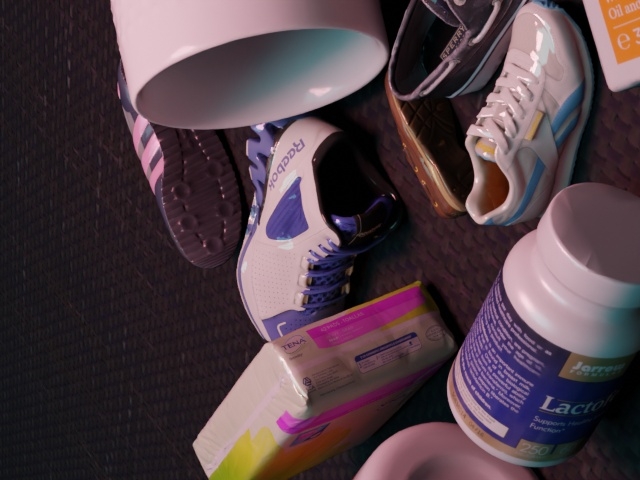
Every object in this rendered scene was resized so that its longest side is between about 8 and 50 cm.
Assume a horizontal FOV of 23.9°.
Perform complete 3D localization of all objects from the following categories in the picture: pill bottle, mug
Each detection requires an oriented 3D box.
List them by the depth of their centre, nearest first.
[{"bbox_3d":[0.226,0.080,1.414,0.153,0.153,0.264,53,144,29],"label":"pill bottle"},{"bbox_3d":[-0.054,-0.333,1.582,0.374,0.276,0.328,-20,75,29],"label":"mug"},{"bbox_3d":[0.087,0.395,1.713,0.229,0.229,0.407,58,146,23],"label":"pill bottle"}]

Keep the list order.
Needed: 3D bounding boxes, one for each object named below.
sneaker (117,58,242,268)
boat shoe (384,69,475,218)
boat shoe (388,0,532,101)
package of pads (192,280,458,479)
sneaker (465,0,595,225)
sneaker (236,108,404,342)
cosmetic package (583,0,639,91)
[{"bbox_3d":[-0.189,-0.112,2.037,0.131,0.112,0.319,148,106,-75],"label":"sneaker"},{"bbox_3d":[0.109,-0.103,1.591,0.060,0.064,0.178,-37,75,55],"label":"boat shoe"},{"bbox_3d":[0.141,-0.244,1.436,0.108,0.102,0.301,58,146,22],"label":"boat shoe"},{"bbox_3d":[0.004,0.175,1.735,0.101,0.229,0.296,59,145,16],"label":"package of pads"},{"bbox_3d":[0.193,-0.115,1.429,0.087,0.092,0.228,36,132,47],"label":"sneaker"},{"bbox_3d":[0.000,-0.001,1.751,0.182,0.127,0.315,29,127,51],"label":"sneaker"},{"bbox_3d":[0.277,-0.361,1.113,0.230,0.161,0.453,-17,90,58],"label":"cosmetic package"}]
